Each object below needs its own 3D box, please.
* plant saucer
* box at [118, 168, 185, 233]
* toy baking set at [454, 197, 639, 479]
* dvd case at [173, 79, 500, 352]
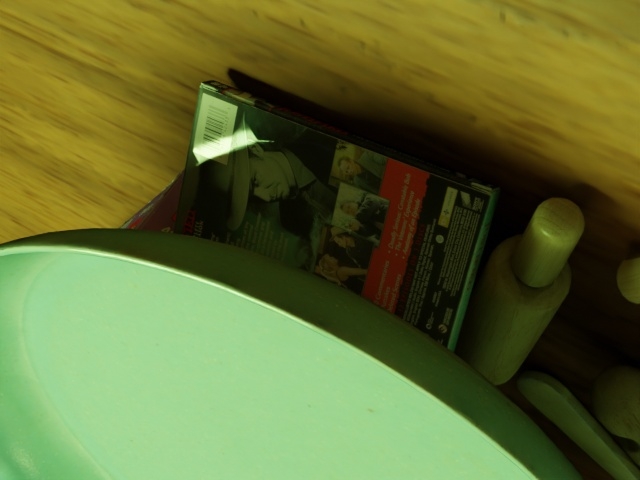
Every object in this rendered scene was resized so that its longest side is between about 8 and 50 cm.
[{"bbox_3d":[-0.016,0.103,0.521,0.317,0.044,0.318,20,143,16],"label":"plant saucer"},{"bbox_3d":[-0.004,0.100,0.672,0.293,0.057,0.201,40,154,-10],"label":"box"},{"bbox_3d":[0.135,0.076,0.484,0.196,0.030,0.256,32,156,5],"label":"toy baking set"},{"bbox_3d":[0.000,0.000,0.474,0.119,0.013,0.087,21,114,20],"label":"dvd case"}]
